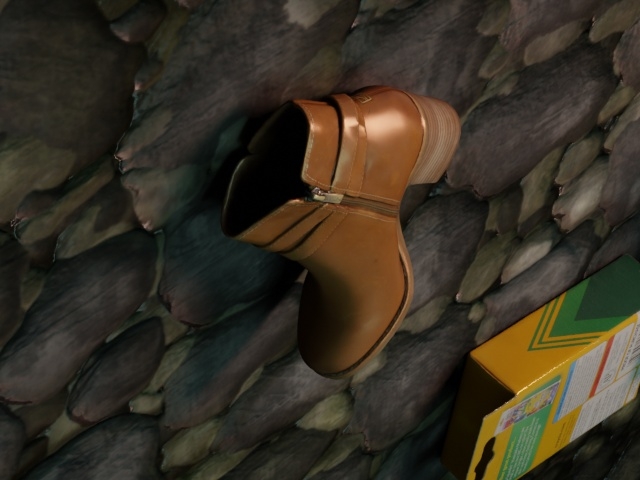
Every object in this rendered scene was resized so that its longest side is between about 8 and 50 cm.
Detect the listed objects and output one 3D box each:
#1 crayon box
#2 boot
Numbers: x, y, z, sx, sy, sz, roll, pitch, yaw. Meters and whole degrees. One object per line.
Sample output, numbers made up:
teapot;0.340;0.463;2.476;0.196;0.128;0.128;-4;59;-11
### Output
crayon box;0.257;0.170;2.221;0.323;0.083;0.203;-30;147;-32
boot;0.000;0.000;1.602;0.220;0.109;0.283;-6;129;-54
